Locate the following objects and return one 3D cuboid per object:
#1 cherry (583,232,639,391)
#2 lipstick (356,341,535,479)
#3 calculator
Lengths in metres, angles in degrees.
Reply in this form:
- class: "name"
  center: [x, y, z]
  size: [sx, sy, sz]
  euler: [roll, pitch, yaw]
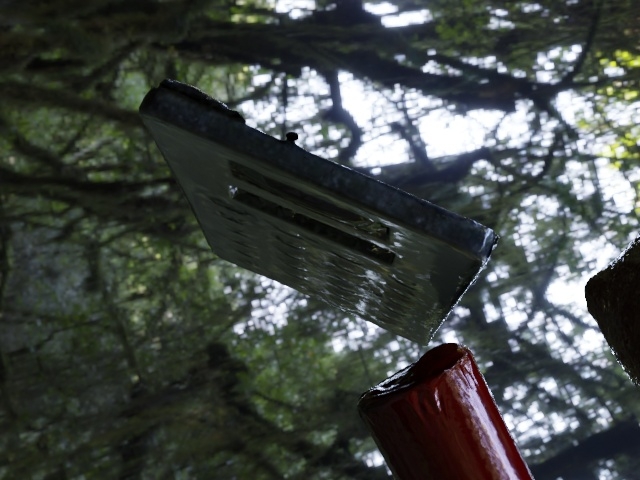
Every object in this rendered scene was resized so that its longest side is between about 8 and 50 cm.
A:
- class: "cherry"
  center: [0.328, 0.060, 0.652]
  size: [0.300, 0.230, 0.203]
  euler: [12, -41, 22]
- class: "lipstick"
  center: [0.112, 0.194, 0.539]
  size: [0.073, 0.073, 0.280]
  euler: [-25, -87, 56]
- class: "calculator"
  center: [0.000, 0.000, 0.501]
  size: [0.161, 0.021, 0.262]
  euler: [24, -12, 7]
